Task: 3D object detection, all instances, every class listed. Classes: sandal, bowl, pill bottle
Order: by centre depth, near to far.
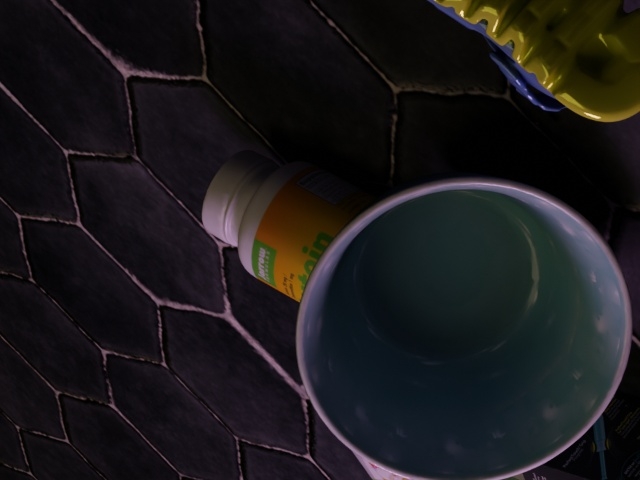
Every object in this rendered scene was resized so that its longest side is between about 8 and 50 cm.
[{"bbox_3d":[0.144,-0.210,1.583,0.317,0.126,0.138,48,176,6],"label":"sandal"},{"bbox_3d":[0.127,0.058,1.822,0.311,0.311,0.163,56,-171,-21],"label":"bowl"},{"bbox_3d":[0.000,0.000,2.013,0.245,0.136,0.136,29,148,25],"label":"pill bottle"}]

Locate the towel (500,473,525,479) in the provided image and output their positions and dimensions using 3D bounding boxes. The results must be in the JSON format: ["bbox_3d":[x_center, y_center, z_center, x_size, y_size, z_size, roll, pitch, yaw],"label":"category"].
[{"bbox_3d":[0.204,0.225,2.175,0.113,0.023,0.152,14,140,41],"label":"towel"}]

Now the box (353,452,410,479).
[{"bbox_3d":[0.098,0.260,2.339,0.145,0.038,0.186,-2,129,53],"label":"box"}]

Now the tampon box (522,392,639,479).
[{"bbox_3d":[0.306,0.234,1.958,0.161,0.120,0.101,14,139,42],"label":"tampon box"}]
